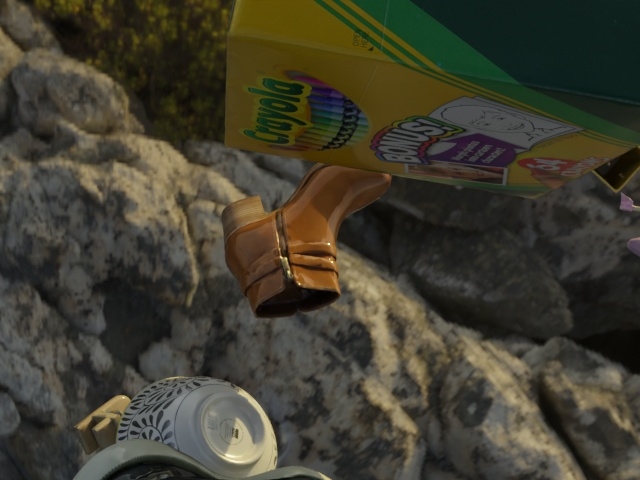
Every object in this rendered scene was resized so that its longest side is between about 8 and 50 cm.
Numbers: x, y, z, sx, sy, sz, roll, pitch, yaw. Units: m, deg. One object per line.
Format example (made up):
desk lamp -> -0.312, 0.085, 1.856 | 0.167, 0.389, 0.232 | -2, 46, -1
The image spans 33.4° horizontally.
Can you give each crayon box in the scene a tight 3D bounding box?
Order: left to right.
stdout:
crayon box -> 0.083, -0.129, 0.867 | 0.313, 0.363, 0.106 | 8, 82, -4

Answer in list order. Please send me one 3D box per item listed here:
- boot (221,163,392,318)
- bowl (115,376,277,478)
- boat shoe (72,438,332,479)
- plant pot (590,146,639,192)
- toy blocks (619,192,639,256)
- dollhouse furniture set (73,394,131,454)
boot -> 0.000, 0.000, 1.093 | 0.197, 0.073, 0.152 | -22, 44, 0
bowl -> -0.101, 0.192, 1.017 | 0.170, 0.080, 0.170 | 21, 48, -26
boat shoe -> -0.047, 0.243, 0.833 | 0.113, 0.340, 0.127 | 37, 88, 39
plant pot -> 0.470, -0.135, 1.742 | 0.081, 0.083, 0.081 | 41, 94, -4
toy blocks -> 0.591, 0.027, 1.598 | 0.260, 0.288, 0.309 | 11, 55, 27
dollhouse furniture set -> -0.152, 0.294, 1.369 | 0.161, 0.212, 0.242 | -37, 114, -44
